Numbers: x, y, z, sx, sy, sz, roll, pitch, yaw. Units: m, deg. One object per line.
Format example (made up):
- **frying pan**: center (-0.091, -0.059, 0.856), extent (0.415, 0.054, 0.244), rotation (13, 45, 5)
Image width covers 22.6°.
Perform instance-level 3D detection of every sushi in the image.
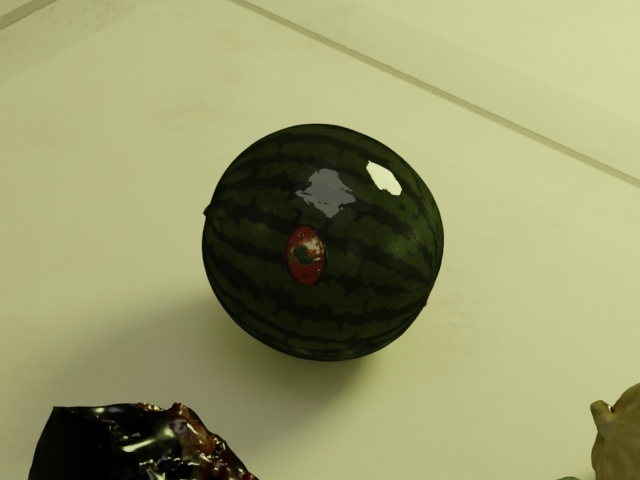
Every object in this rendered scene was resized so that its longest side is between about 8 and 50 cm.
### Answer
- **sushi**: center (-0.126, 0.199, 1.163), extent (0.150, 0.172, 0.153), rotation (-3, 9, -41)

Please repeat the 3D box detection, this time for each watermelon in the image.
- **watermelon**: center (0.000, 0.000, 1.386), extent (0.212, 0.212, 0.212), rotation (1, 39, -1)

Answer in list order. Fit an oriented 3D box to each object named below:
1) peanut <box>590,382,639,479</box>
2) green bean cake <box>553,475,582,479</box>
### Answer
- **peanut**: center (0.361, 0.154, 1.246), extent (0.291, 0.159, 0.143), rotation (0, 64, -1)
- **green bean cake**: center (0.181, 0.272, 1.065), extent (0.094, 0.185, 0.183), rotation (-16, 40, -24)
